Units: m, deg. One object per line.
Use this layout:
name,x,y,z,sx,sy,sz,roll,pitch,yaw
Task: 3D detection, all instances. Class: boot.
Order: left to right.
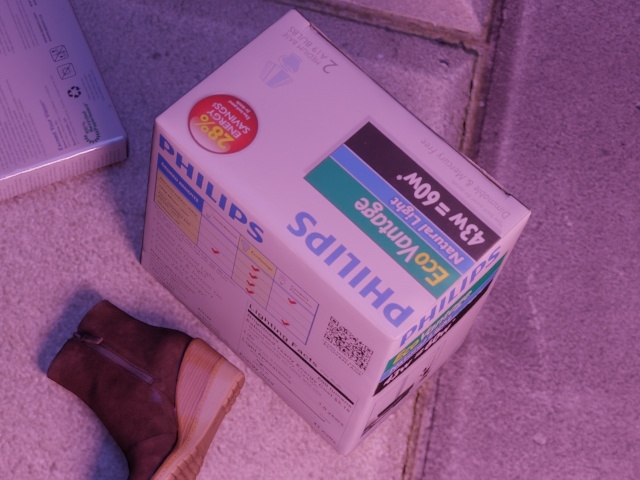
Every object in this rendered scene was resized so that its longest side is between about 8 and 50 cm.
boot,-0.227,0.202,1.902,0.207,0.090,0.248,23,63,17

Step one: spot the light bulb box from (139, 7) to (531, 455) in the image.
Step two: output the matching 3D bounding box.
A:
light bulb box,0.000,0.000,1.868,0.358,0.361,0.225,42,65,12

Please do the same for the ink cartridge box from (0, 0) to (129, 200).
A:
ink cartridge box,-0.446,-0.195,2.062,0.330,0.071,0.324,-19,68,-13
